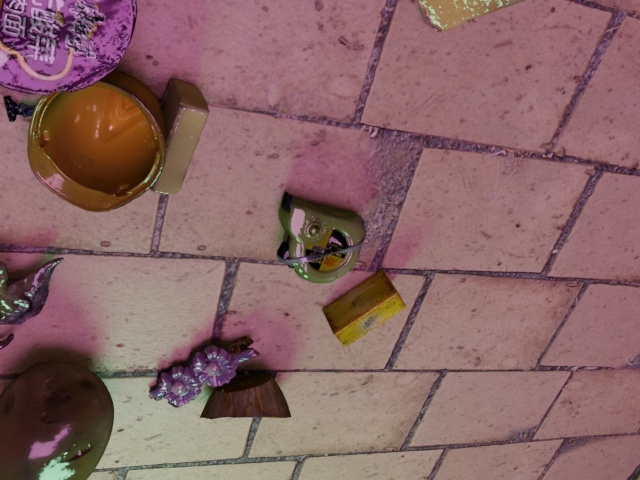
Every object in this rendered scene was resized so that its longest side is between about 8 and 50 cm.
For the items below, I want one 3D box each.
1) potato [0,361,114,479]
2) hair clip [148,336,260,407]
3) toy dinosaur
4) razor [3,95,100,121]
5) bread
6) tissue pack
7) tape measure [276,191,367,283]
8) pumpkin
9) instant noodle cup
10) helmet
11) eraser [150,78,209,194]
[{"bbox_3d":[-0.570,0.410,1.283,0.243,0.221,0.326,-14,139,-55],"label":"potato"},{"bbox_3d":[-0.278,0.303,1.422,0.292,0.084,0.106,-29,110,7],"label":"hair clip"},{"bbox_3d":[-0.619,0.113,1.162,0.294,0.077,0.162,-35,133,24],"label":"toy dinosaur"},{"bbox_3d":[-0.439,-0.218,1.021,0.155,0.028,0.044,-6,125,-15],"label":"razor"},{"bbox_3d":[0.234,-0.460,1.030,0.178,0.135,0.240,-41,129,10],"label":"bread"},{"bbox_3d":[0.100,0.158,1.437,0.176,0.095,0.062,-33,129,5],"label":"tissue pack"},{"bbox_3d":[0.000,0.000,1.288,0.200,0.106,0.175,9,106,-27],"label":"tape measure"},{"bbox_3d":[-0.177,0.376,1.470,0.217,0.217,0.110,5,83,-23],"label":"pumpkin"},{"bbox_3d":[-0.385,-0.353,0.845,0.251,0.190,0.251,-9,126,-13],"label":"instant noodle cup"},{"bbox_3d":[-0.340,-0.181,0.996,0.205,0.140,0.257,36,128,-20],"label":"helmet"},{"bbox_3d":[-0.252,-0.178,1.063,0.058,0.117,0.172,11,119,-31],"label":"eraser"}]
